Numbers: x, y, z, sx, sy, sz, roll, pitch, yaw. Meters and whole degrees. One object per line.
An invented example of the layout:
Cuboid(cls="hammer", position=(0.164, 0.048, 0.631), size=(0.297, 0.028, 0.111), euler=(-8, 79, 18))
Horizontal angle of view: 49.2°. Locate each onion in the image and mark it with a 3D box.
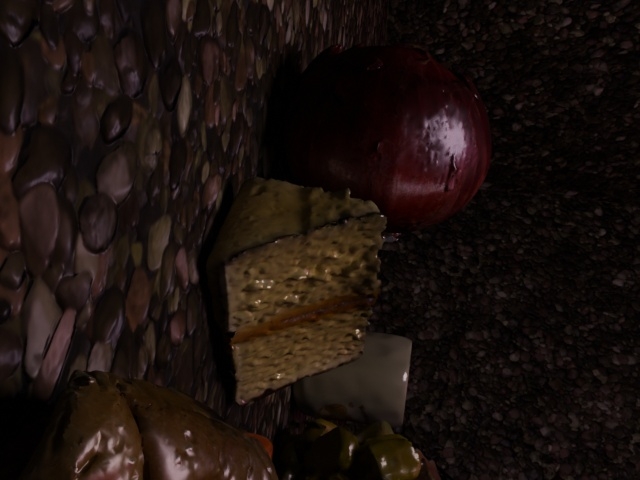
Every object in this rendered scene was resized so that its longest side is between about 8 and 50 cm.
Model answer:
Cuboid(cls="onion", position=(0.078, -0.124, 0.889), size=(0.276, 0.276, 0.276), euler=(6, 90, -83))

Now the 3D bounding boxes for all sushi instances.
Cuboid(cls="sushi", position=(0.049, 0.450, 1.071), size=(0.328, 0.328, 0.285), euler=(-66, 152, -22))

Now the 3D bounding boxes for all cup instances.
Cuboid(cls="cup", position=(0.065, 0.244, 1.327), size=(0.255, 0.202, 0.173), euler=(-30, 126, -80))

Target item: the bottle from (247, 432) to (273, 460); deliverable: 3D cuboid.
Cuboid(cls="bottle", position=(-0.091, 0.297, 0.726), size=(0.069, 0.069, 0.187), euler=(-20, 118, -82))

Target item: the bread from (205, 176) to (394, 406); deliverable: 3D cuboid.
Cuboid(cls="bread", position=(-0.040, 0.059, 0.735), size=(0.178, 0.142, 0.266), euler=(-30, 142, -27))

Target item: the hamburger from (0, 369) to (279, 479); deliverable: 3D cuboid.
Cuboid(cls="hamburger", position=(-0.094, 0.163, 0.358), size=(0.206, 0.130, 0.183), euler=(58, 36, -74))
